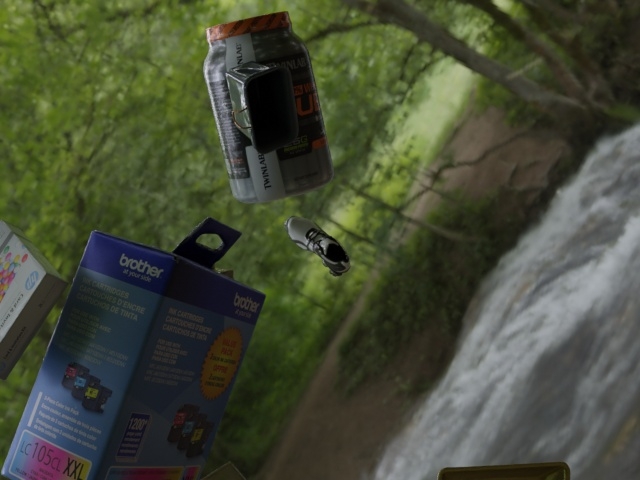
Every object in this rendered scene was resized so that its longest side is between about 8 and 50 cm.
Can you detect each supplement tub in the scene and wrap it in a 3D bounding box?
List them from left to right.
[{"bbox_3d":[-0.097,-0.239,1.600,0.193,0.194,0.316,-79,-24,-76],"label":"supplement tub"}]

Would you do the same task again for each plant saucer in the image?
[{"bbox_3d":[0.410,0.677,2.065,0.081,0.333,0.332,178,94,-74],"label":"plant saucer"}]

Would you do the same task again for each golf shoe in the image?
[{"bbox_3d":[0.000,0.000,2.178,0.077,0.198,0.094,-50,-3,-20],"label":"golf shoe"}]

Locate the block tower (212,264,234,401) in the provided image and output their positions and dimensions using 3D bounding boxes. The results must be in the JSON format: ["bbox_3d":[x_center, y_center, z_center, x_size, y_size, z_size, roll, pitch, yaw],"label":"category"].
[{"bbox_3d":[-0.270,0.221,2.118,0.091,0.097,0.335,-6,-82,-58],"label":"block tower"}]

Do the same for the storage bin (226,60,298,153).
[{"bbox_3d":[-0.105,-0.218,1.426,0.098,0.091,0.135,-27,-52,-25],"label":"storage bin"}]

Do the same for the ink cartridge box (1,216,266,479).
[{"bbox_3d":[-0.228,0.154,1.208,0.270,0.151,0.395,31,-105,-65],"label":"ink cartridge box"}]

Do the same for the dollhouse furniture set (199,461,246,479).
[{"bbox_3d":[-0.203,0.572,1.713,0.212,0.161,0.242,-22,-28,-51],"label":"dollhouse furniture set"}]

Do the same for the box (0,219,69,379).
[{"bbox_3d":[-0.406,0.071,1.140,0.186,0.038,0.145,34,90,47],"label":"box"}]
